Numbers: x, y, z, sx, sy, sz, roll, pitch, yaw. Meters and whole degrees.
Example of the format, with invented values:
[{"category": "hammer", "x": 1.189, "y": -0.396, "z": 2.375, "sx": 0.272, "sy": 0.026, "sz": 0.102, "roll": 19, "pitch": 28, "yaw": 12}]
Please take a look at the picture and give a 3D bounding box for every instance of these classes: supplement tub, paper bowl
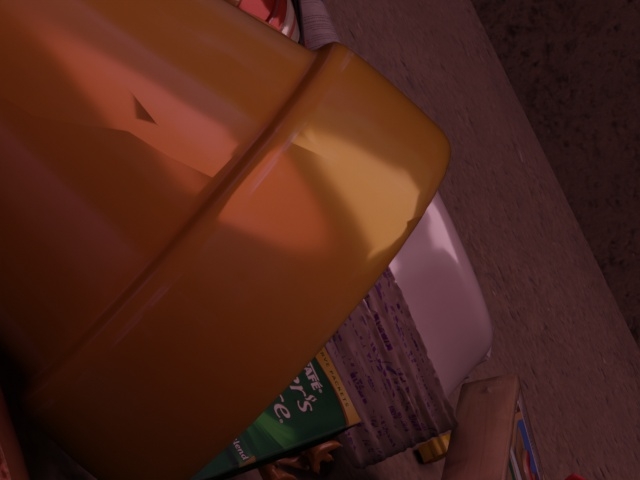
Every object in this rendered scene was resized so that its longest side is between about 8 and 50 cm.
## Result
[{"category": "supplement tub", "x": -0.014, "y": -0.215, "z": 1.888, "sx": 0.071, "sy": 0.071, "sz": 0.107, "roll": 29, "pitch": 35, "yaw": -63}, {"category": "paper bowl", "x": 0.034, "y": 0.023, "z": 1.349, "sx": 0.284, "sy": 0.148, "sz": 0.284, "roll": -24, "pitch": 90, "yaw": -89}]

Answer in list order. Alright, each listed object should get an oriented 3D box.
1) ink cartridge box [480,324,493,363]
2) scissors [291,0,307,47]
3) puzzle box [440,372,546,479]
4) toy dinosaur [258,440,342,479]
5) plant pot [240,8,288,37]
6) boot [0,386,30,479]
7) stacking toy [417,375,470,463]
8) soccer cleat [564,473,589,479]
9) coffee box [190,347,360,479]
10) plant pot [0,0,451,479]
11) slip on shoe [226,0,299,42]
[{"category": "ink cartridge box", "x": 0.091, "y": 0.100, "z": 1.567, "sx": 0.052, "sy": 0.122, "sz": 0.088, "roll": 58, "pitch": 15, "yaw": -12}, {"category": "scissors", "x": -0.015, "y": -0.167, "z": 1.635, "sx": 0.109, "sy": 0.021, "sz": 0.297, "roll": 62, "pitch": -17, "yaw": 22}, {"category": "puzzle box", "x": 0.178, "y": 0.338, "z": 1.370, "sx": 0.272, "sy": 0.052, "sz": 0.409, "roll": -61, "pitch": 136, "yaw": -71}, {"category": "toy dinosaur", "x": -0.052, "y": 0.125, "z": 1.219, "sx": 0.112, "sy": 0.064, "sz": 0.211, "roll": 41, "pitch": -3, "yaw": 33}, {"category": "plant pot", "x": -0.105, "y": -0.058, "z": 1.096, "sx": 0.205, "sy": 0.205, "sz": 0.188, "roll": 56, "pitch": -5, "yaw": -19}, {"category": "boot", "x": -0.132, "y": 0.170, "z": 0.798, "sx": 0.269, "sy": 0.089, "sz": 0.236, "roll": 65, "pitch": 12, "yaw": 26}, {"category": "stacking toy", "x": 0.114, "y": 0.139, "z": 1.723, "sx": 0.167, "sy": 0.052, "sz": 0.221, "roll": 67, "pitch": 14, "yaw": 14}, {"category": "soccer cleat", "x": 0.289, "y": 0.342, "z": 1.855, "sx": 0.116, "sy": 0.108, "sz": 0.318, "roll": 41, "pitch": 17, "yaw": 4}, {"category": "coffee box", "x": -0.061, "y": 0.095, "z": 1.126, "sx": 0.184, "sy": 0.040, "sz": 0.113, "roll": -10, "pitch": 70, "yaw": -52}, {"category": "plant pot", "x": -0.103, "y": -0.035, "z": 0.878, "sx": 0.239, "sy": 0.254, "sz": 0.254, "roll": 41, "pitch": 19, "yaw": -9}, {"category": "slip on shoe", "x": -0.102, "y": -0.246, "z": 1.518, "sx": 0.101, "sy": 0.123, "sz": 0.331, "roll": 45, "pitch": 12, "yaw": -32}]
